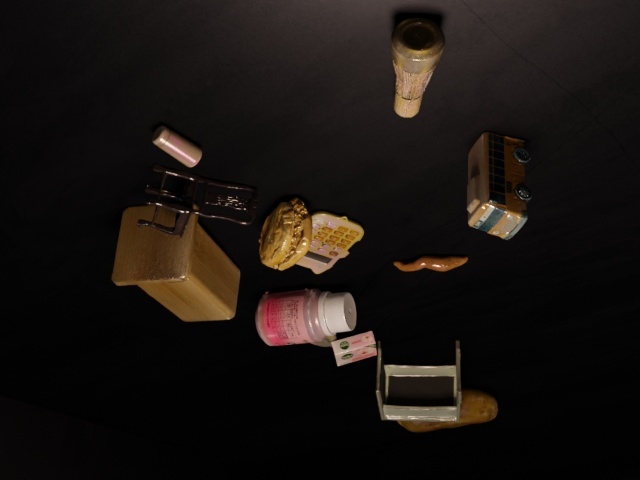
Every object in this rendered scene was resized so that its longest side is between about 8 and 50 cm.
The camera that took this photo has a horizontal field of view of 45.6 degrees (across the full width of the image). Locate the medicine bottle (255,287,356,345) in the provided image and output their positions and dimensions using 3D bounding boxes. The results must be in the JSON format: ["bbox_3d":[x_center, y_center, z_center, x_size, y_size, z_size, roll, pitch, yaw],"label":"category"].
[{"bbox_3d":[-0.037,0.198,1.992,0.247,0.147,0.147,-7,147,21],"label":"medicine bottle"}]

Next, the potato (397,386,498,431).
[{"bbox_3d":[0.403,0.555,2.520,0.369,0.176,0.195,-2,121,4],"label":"potato"}]

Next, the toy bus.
[{"bbox_3d":[0.324,-0.103,1.407,0.103,0.182,0.091,13,148,-10],"label":"toy bus"}]

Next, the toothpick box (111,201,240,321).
[{"bbox_3d":[-0.320,0.067,1.791,0.188,0.190,0.308,-6,152,16],"label":"toothpick box"}]

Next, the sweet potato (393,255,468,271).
[{"bbox_3d":[0.261,0.054,1.816,0.179,0.044,0.044,-6,147,14],"label":"sweet potato"}]

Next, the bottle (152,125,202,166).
[{"bbox_3d":[-0.281,-0.183,1.487,0.045,0.045,0.096,-24,138,38],"label":"bottle"}]

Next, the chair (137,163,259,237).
[{"bbox_3d":[-0.257,-0.071,1.612,0.229,0.106,0.113,15,147,-14],"label":"chair"}]

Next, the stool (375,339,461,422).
[{"bbox_3d":[0.298,0.428,2.302,0.244,0.170,0.269,-1,148,8],"label":"stool"}]

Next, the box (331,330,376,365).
[{"bbox_3d":[0.100,0.317,2.231,0.125,0.043,0.089,-16,148,-1],"label":"box"}]

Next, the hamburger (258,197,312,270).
[{"bbox_3d":[-0.075,-0.012,1.653,0.083,0.138,0.147,16,145,-28],"label":"hamburger"}]

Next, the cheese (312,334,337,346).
[{"bbox_3d":[0.022,0.293,2.244,0.097,0.037,0.192,-19,143,34],"label":"cheese"}]

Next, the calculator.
[{"bbox_3d":[0.000,0.000,1.769,0.157,0.033,0.236,20,143,-22],"label":"calculator"}]

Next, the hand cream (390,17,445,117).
[{"bbox_3d":[0.152,-0.271,1.259,0.084,0.084,0.203,3,154,2],"label":"hand cream"}]
